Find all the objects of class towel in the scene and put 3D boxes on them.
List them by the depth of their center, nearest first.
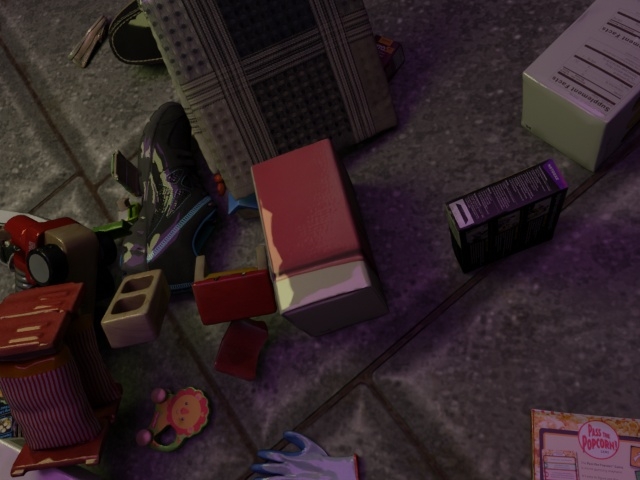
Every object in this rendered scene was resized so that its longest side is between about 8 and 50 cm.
[{"bbox_3d":[-0.062,-0.257,0.836,0.312,0.324,0.056,-27,24,-11],"label":"towel"}]

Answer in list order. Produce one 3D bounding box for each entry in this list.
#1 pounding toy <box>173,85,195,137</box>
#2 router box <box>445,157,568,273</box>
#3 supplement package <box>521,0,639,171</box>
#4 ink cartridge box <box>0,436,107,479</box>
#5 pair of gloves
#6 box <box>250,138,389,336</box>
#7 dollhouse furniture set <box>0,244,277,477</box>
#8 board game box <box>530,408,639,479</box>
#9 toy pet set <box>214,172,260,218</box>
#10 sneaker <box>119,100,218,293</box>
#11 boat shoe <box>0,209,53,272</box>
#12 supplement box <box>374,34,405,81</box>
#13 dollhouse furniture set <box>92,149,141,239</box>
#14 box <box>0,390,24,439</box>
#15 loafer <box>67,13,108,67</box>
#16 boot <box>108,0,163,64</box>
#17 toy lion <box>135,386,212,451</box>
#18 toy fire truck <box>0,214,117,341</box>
[{"bbox_3d":[-0.159,-0.205,0.944,0.141,0.130,0.100,-8,66,15],"label":"pounding toy"},{"bbox_3d":[0.235,-0.023,0.716,0.133,0.179,0.046,-22,66,7],"label":"router box"},{"bbox_3d":[0.413,-0.243,0.770,0.244,0.139,0.134,-45,62,-2],"label":"supplement package"},{"bbox_3d":[-0.362,0.449,0.745,0.296,0.066,0.261,22,76,9],"label":"ink cartridge box"},{"bbox_3d":[-0.022,0.355,0.735,0.159,0.023,0.198,-6,68,15],"label":"pair of gloves"},{"bbox_3d":[0.000,0.000,0.800,0.127,0.148,0.232,-19,65,9],"label":"box"},{"bbox_3d":[-0.235,0.157,0.744,0.374,0.201,0.152,-10,26,0],"label":"dollhouse furniture set"},{"bbox_3d":[0.318,0.299,0.634,0.147,0.045,0.193,1,69,18],"label":"board game box"},{"bbox_3d":[-0.130,-0.096,0.927,0.122,0.065,0.114,-8,67,15],"label":"toy pet set"},{"bbox_3d":[-0.234,-0.072,0.939,0.139,0.125,0.341,2,74,0],"label":"sneaker"},{"bbox_3d":[-0.524,0.008,0.988,0.306,0.113,0.105,10,79,24],"label":"boat shoe"},{"bbox_3d":[0.097,-0.299,0.948,0.055,0.043,0.083,30,80,27],"label":"supplement box"},{"bbox_3d":[-0.363,-0.076,0.989,0.058,0.076,0.151,-13,66,12],"label":"dollhouse furniture set"},{"bbox_3d":[-0.595,0.291,0.918,0.295,0.073,0.293,-18,65,9],"label":"box"},{"bbox_3d":[-0.493,-0.428,1.199,0.045,0.039,0.125,11,66,56],"label":"loafer"},{"bbox_3d":[-0.223,-0.366,0.967,0.377,0.138,0.284,-12,34,6],"label":"boot"},{"bbox_3d":[-0.212,0.266,0.830,0.096,0.034,0.100,13,74,14],"label":"toy lion"},{"bbox_3d":[-0.470,0.058,0.873,0.246,0.158,0.217,24,116,23],"label":"toy fire truck"}]
